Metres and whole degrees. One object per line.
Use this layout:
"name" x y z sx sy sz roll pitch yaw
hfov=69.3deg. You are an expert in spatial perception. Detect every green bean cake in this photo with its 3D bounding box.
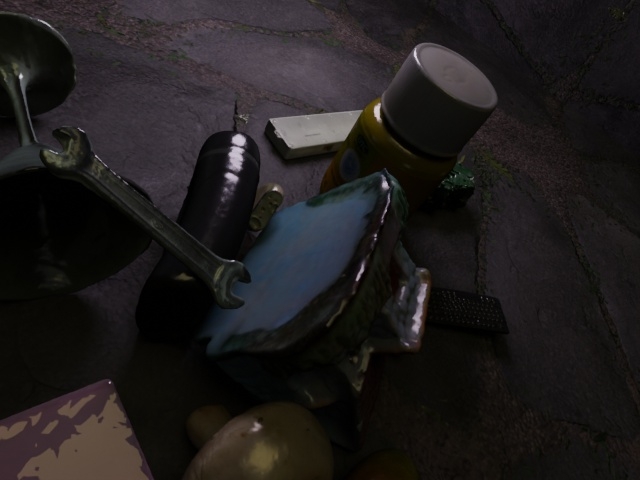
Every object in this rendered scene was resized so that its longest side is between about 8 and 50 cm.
"green bean cake" 0.304 -0.140 1.205 0.208 0.107 0.193 23 45 -14

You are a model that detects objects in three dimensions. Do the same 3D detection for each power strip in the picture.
"power strip" 0.025 -0.280 1.202 0.367 0.043 0.106 -17 65 -38

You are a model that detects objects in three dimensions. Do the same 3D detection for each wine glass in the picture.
"wine glass" -0.433 -0.143 0.693 0.267 0.267 0.406 -8 53 -35

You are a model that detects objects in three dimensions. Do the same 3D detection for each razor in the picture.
"razor" -0.185 -0.011 0.747 0.113 0.204 0.349 21 49 -16

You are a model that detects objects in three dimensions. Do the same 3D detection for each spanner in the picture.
"spanner" -0.199 -0.017 0.565 0.302 0.017 0.071 43 53 -24

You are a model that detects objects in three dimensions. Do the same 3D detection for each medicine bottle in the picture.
"medicine bottle" 0.168 -0.189 0.968 0.224 0.384 0.224 16 49 -19

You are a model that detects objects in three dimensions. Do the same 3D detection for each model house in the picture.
"model house" 0.049 0.142 0.739 0.339 0.297 0.360 54 38 -26

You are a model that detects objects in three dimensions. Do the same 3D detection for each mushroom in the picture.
"mushroom" -0.097 0.281 0.581 0.207 0.207 0.215 -16 30 -38

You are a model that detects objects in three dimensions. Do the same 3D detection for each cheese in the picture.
"cheese" -0.116 -0.075 0.883 0.037 0.097 0.192 35 4 -20

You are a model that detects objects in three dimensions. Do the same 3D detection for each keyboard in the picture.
"keyboard" 0.328 0.158 1.017 0.381 0.041 0.103 14 49 -20

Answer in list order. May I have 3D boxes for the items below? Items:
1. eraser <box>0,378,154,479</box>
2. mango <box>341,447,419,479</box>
"eraser" -0.336 0.332 0.433 0.359 0.122 0.272 -15 63 -39
"mango" 0.056 0.386 0.607 0.146 0.129 0.289 58 40 -14
